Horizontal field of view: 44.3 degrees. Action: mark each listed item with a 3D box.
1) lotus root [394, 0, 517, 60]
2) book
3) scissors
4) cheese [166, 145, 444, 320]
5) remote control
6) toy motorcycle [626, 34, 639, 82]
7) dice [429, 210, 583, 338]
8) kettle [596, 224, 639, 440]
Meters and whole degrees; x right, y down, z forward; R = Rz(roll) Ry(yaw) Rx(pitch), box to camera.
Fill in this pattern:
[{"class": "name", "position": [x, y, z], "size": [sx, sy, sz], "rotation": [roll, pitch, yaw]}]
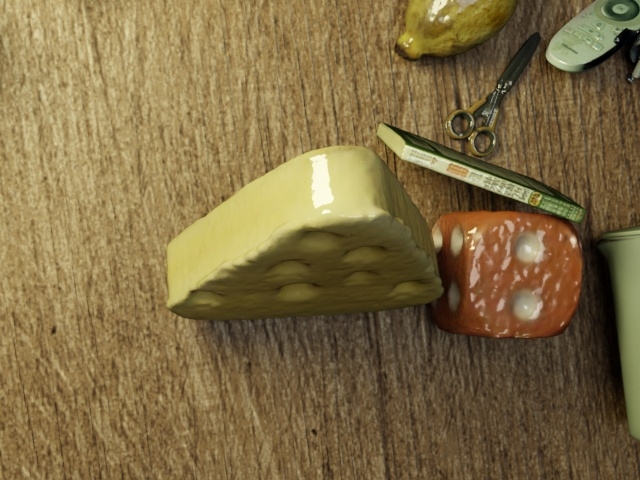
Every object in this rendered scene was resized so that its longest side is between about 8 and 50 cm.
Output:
[{"class": "lotus root", "position": [0.200, -0.341, 1.153], "size": [0.138, 0.138, 0.214], "rotation": [44, 93, -7]}, {"class": "book", "position": [0.218, -0.099, 1.110], "size": [0.264, 0.202, 0.027], "rotation": [19, 103, -10]}, {"class": "scissors", "position": [0.279, -0.233, 1.216], "size": [0.088, 0.017, 0.220], "rotation": [36, 82, -8]}, {"class": "cheese", "position": [-0.001, 0.000, 0.988], "size": [0.384, 0.384, 0.104], "rotation": [-3, 68, -11]}, {"class": "remote control", "position": [0.456, -0.337, 1.226], "size": [0.256, 0.045, 0.097], "rotation": [-36, 57, -10]}, {"class": "toy motorcycle", "position": [0.569, -0.242, 1.221], "size": [0.159, 0.106, 0.270], "rotation": [-3, 75, -15]}, {"class": "dice", "position": [0.258, 0.050, 1.129], "size": [0.175, 0.174, 0.179], "rotation": [7, 87, -12]}, {"class": "kettle", "position": [0.561, 0.124, 1.147], "size": [0.205, 0.265, 0.317], "rotation": [-7, 88, -36]}]
